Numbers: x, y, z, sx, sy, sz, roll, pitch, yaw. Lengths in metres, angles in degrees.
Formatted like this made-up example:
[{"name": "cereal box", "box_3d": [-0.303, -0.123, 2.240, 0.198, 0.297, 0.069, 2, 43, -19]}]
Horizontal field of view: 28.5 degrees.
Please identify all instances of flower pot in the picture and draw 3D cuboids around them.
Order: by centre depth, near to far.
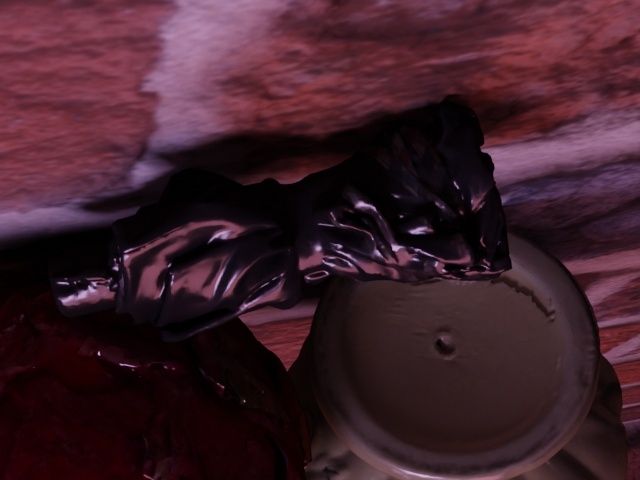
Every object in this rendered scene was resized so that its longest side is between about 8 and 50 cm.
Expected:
[{"name": "flower pot", "box_3d": [0.099, 0.134, 1.007, 0.307, 0.307, 0.244, -11, 148, -2]}]

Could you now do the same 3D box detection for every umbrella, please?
[{"name": "umbrella", "box_3d": [-0.026, -0.005, 0.739, 0.272, 0.110, 0.122, -12, -161, 3]}]

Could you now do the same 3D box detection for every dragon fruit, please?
[{"name": "dragon fruit", "box_3d": [-0.154, 0.167, 0.869, 0.329, 0.329, 0.329, -11, 164, -3]}]
